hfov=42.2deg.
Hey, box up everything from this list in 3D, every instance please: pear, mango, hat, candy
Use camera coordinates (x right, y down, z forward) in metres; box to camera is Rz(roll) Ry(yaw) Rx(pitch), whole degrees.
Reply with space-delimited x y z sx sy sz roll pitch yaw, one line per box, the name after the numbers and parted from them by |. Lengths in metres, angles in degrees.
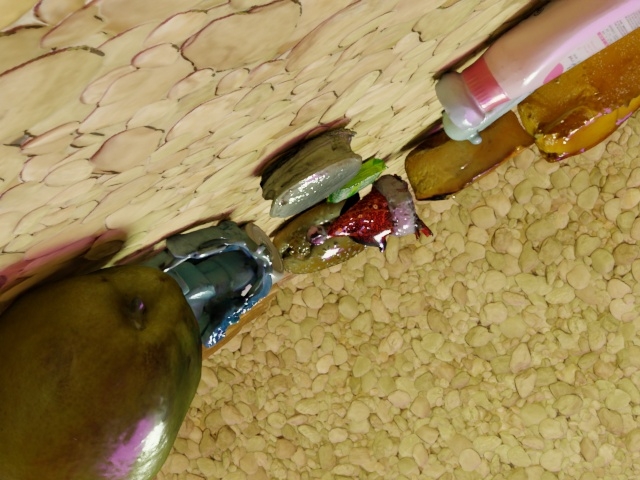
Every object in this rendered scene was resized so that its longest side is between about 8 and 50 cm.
-0.266 0.167 0.949 0.321 0.269 0.269 -52 165 30 | pear
0.535 -0.307 1.572 0.350 0.201 0.199 -40 -150 12 | mango
0.082 -0.033 1.563 0.227 0.140 0.129 -23 -168 -15 | hat
0.061 -0.105 1.489 0.102 0.032 0.178 -27 177 -7 | candy

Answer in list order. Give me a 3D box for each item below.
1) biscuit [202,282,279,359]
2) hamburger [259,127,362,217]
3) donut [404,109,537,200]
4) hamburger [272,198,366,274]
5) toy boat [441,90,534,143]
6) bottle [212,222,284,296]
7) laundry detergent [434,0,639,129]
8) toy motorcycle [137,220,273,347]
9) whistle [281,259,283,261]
-0.235 0.197 1.835 0.275 0.052 0.355 -27 168 -44 | biscuit
-0.013 -0.084 1.029 0.140 0.062 0.133 -25 169 -39 | hamburger
0.275 -0.157 1.549 0.253 0.118 0.253 -26 -168 6 | donut
0.000 0.000 1.676 0.215 0.122 0.189 -23 174 -46 | hamburger
0.302 -0.233 1.388 0.207 0.079 0.134 -33 178 8 | toy boat
-0.181 0.072 1.357 0.233 0.110 0.110 -31 176 13 | bottle
0.299 -0.256 1.033 0.335 0.088 0.159 -32 176 23 | laundry detergent
-0.184 0.068 1.165 0.260 0.154 0.206 -19 145 -50 | toy motorcycle
-0.165 0.075 1.822 0.068 0.057 0.326 -34 175 32 | whistle
